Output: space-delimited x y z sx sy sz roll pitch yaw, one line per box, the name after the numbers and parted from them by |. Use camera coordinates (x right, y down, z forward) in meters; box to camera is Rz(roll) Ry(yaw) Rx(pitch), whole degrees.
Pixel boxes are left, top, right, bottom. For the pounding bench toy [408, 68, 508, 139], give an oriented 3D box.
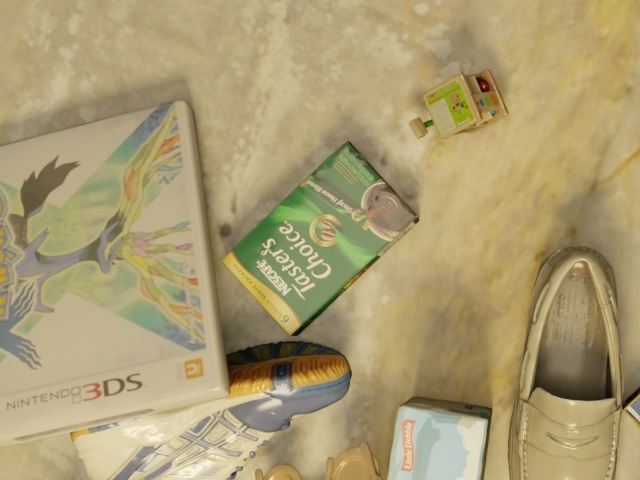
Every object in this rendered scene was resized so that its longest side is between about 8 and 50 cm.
0.139 -0.134 1.394 0.083 0.065 0.052 -26 83 37 | pounding bench toy

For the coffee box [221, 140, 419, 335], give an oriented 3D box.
0.000 0.000 1.414 0.184 0.040 0.113 -42 82 4 | coffee box

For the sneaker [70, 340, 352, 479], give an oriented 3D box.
-0.102 0.195 1.402 0.297 0.112 0.131 -16 102 9 | sneaker

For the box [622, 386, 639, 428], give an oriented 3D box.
0.376 0.127 1.344 0.169 0.059 0.054 -45 82 4 | box

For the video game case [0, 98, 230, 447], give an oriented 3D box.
-0.258 0.034 1.400 0.300 0.036 0.329 -13 66 8 | video game case

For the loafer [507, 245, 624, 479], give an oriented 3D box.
0.240 0.165 1.335 0.112 0.111 0.319 1 87 8 | loafer

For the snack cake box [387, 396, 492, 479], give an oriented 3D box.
0.106 0.291 1.328 0.089 0.152 0.264 8 89 8 | snack cake box

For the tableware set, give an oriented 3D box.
-0.006 0.278 1.332 0.169 0.020 0.141 -22 56 31 | tableware set
